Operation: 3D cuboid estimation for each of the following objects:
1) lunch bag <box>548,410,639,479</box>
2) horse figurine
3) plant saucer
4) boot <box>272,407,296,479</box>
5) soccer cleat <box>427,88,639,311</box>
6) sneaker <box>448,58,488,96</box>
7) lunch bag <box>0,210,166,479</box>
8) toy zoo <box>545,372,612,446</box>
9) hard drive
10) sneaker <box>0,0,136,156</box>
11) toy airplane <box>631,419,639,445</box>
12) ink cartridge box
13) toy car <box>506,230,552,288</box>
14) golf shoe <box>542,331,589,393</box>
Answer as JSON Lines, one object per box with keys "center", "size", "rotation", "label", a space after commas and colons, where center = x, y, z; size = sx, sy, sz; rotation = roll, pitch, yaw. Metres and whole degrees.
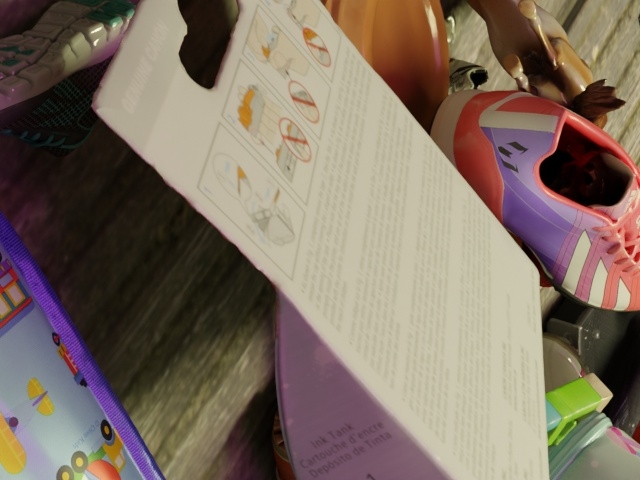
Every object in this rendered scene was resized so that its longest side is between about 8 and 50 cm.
{"center": [0.186, 0.256, 1.137], "size": [0.224, 0.108, 0.279], "rotation": [-51, 159, -13], "label": "lunch bag"}
{"center": [0.164, -0.169, 1.186], "size": [0.066, 0.263, 0.174], "rotation": [-36, 148, 13], "label": "horse figurine"}
{"center": [0.051, -0.136, 1.105], "size": [0.200, 0.037, 0.199], "rotation": [2, 88, -62], "label": "plant saucer"}
{"center": [0.002, 0.120, 1.143], "size": [0.084, 0.059, 0.158], "rotation": [94, 20, -52], "label": "boot"}
{"center": [0.216, -0.021, 1.153], "size": [0.318, 0.116, 0.108], "rotation": [32, 71, -40], "label": "soccer cleat"}
{"center": [0.113, -0.123, 1.247], "size": [0.083, 0.037, 0.032], "rotation": [-55, 144, -31], "label": "sneaker"}
{"center": [-0.207, 0.119, 0.740], "size": [0.221, 0.138, 0.293], "rotation": [-43, 125, -40], "label": "lunch bag"}
{"center": [0.102, 0.219, 1.221], "size": [0.293, 0.030, 0.192], "rotation": [-18, 147, -40], "label": "toy zoo"}
{"center": [0.305, 0.152, 1.636], "size": [0.172, 0.054, 0.254], "rotation": [-45, 136, -43], "label": "hard drive"}
{"center": [-0.153, -0.075, 0.808], "size": [0.166, 0.065, 0.076], "rotation": [-37, 134, -46], "label": "sneaker"}
{"center": [0.398, 0.244, 1.491], "size": [0.386, 0.272, 0.384], "rotation": [5, 102, -64], "label": "toy airplane"}
{"center": [0.000, 0.000, 0.902], "size": [0.385, 0.091, 0.308], "rotation": [47, 28, -23], "label": "ink cartridge box"}
{"center": [0.183, -0.013, 1.301], "size": [0.182, 0.136, 0.159], "rotation": [-23, 119, -54], "label": "toy car"}
{"center": [0.236, 0.182, 1.520], "size": [0.086, 0.068, 0.186], "rotation": [-42, 134, -43], "label": "golf shoe"}
